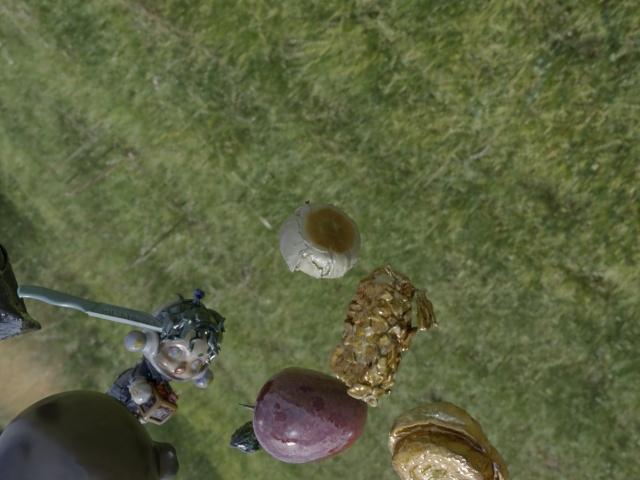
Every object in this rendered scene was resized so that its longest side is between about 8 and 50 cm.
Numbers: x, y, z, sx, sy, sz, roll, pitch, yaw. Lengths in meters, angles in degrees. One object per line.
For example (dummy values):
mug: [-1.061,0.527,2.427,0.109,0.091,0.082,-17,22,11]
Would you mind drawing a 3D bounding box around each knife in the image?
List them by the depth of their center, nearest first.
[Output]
knife: [-0.309,0.090,1.184,0.210,0.028,0.015,13,112,5]

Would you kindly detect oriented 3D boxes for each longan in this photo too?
longan: [-0.378,0.358,1.405,0.300,0.300,0.243,12,106,56]

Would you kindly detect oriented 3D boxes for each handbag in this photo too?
handbag: [-0.532,0.073,1.434,0.270,0.088,0.175,127,126,-77]

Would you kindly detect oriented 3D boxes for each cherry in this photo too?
cherry: [-0.041,0.382,1.916,0.285,0.213,0.236,4,-176,6]

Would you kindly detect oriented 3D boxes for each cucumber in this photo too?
cucumber: [-0.102,0.493,2.442,0.096,0.359,0.096,32,136,37]

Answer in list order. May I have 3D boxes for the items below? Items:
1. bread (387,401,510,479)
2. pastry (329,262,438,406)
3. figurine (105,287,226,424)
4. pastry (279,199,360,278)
bread: [0.236,0.413,1.664,0.198,0.120,0.236,-23,113,36]
pastry: [0.111,0.165,1.587,0.154,0.250,0.102,28,-170,42]
figurine: [-0.369,0.290,2.034,0.186,0.382,0.261,38,180,34]
pastry: [0.000,0.000,1.730,0.166,0.166,0.088,42,136,7]
